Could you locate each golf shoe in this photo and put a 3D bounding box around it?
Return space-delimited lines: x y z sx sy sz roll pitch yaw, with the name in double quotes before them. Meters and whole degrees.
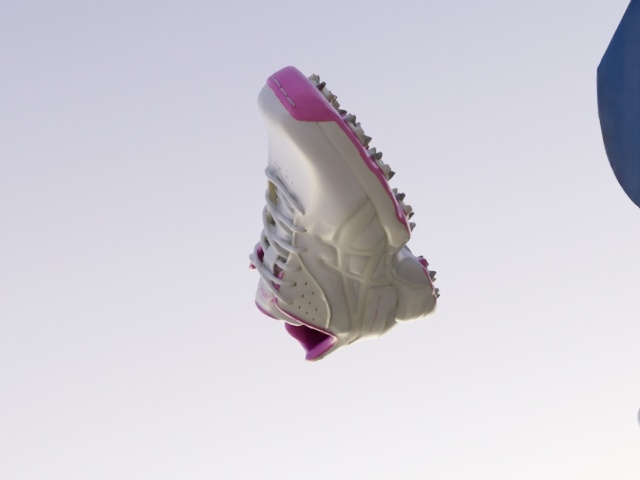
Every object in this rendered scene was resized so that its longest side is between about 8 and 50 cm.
"golf shoe" 0.000 0.000 0.754 0.140 0.115 0.306 -32 -40 -4

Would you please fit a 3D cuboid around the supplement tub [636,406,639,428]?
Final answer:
"supplement tub" 0.418 0.227 1.128 0.071 0.107 0.071 -2 -67 -5

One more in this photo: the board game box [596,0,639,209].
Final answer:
"board game box" 0.152 -0.092 0.387 0.133 0.033 0.168 25 -88 -43
